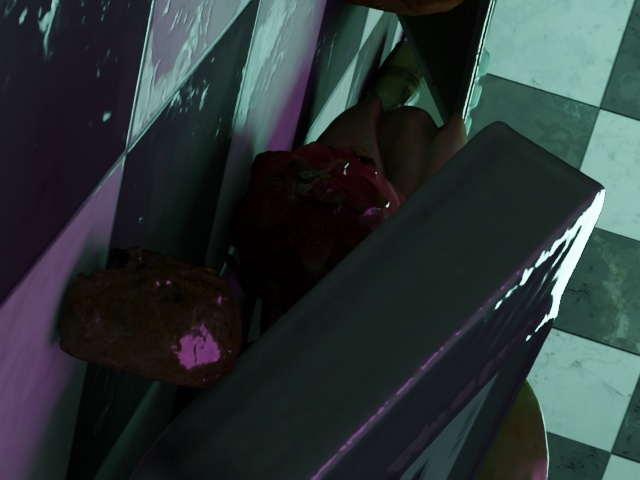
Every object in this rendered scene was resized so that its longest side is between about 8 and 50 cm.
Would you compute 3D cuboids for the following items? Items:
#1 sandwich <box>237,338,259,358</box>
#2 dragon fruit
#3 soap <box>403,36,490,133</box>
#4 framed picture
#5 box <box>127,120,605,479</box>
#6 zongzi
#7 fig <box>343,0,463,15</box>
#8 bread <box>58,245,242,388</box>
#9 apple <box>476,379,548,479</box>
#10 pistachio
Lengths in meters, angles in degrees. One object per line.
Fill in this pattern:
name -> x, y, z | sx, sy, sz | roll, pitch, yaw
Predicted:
sandwich -> -0.058, 0.147, 1.299 | 0.244, 0.088, 0.090 | -54, 160, -18
dragon fruit -> 0.000, 0.000, 1.270 | 0.133, 0.136, 0.166 | -37, 168, 9
soap -> 0.131, -0.165, 2.109 | 0.265, 0.087, 0.160 | -13, 121, -82
framed picture -> 0.096, -0.226, 1.458 | 0.252, 0.014, 0.197 | 99, -25, -57
box -> 0.002, 0.158, 1.121 | 0.396, 0.111, 0.396 | -42, 160, -39
zongzi -> 0.065, -0.133, 1.842 | 0.104, 0.052, 0.113 | -56, 178, -41
fig -> 0.020, -0.181, 1.069 | 0.201, 0.133, 0.146 | -42, 127, -34
bread -> -0.078, 0.037, 0.896 | 0.113, 0.082, 0.060 | 28, 77, -87
apple -> 0.071, 0.217, 1.702 | 0.320, 0.311, 0.360 | -42, 157, -57
pistachio -> 0.036, 0.027, 1.486 | 0.181, 0.162, 0.293 | -116, -145, -76
